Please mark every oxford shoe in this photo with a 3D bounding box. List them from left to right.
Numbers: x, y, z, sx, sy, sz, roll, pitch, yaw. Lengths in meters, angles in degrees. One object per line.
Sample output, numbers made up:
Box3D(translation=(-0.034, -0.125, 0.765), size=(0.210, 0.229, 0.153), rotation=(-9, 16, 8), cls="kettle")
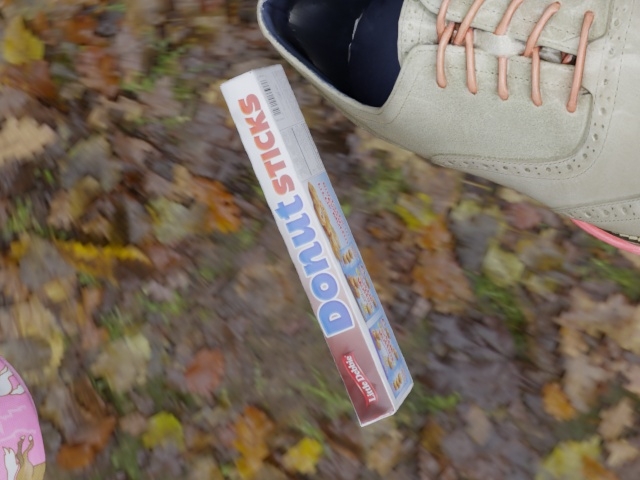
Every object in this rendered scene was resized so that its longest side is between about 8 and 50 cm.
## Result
Box3D(translation=(0.116, -0.079, 1.008), size=(0.146, 0.397, 0.140), rotation=(14, 88, -39), cls="oxford shoe")

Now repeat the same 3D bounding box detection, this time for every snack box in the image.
Box3D(translation=(0.000, 0.000, 0.968), size=(0.022, 0.064, 0.178), rotation=(-22, 93, 12), cls="snack box")

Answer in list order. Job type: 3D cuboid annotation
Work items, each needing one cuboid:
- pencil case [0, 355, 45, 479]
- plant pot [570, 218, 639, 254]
Box3D(translation=(-0.411, 0.202, 1.570), size=(0.386, 0.167, 0.160), rotation=(-19, 85, -42), cls="pencil case")
Box3D(translation=(0.312, -0.150, 1.560), size=(0.275, 0.275, 0.243), rotation=(15, 56, -11), cls="plant pot")
